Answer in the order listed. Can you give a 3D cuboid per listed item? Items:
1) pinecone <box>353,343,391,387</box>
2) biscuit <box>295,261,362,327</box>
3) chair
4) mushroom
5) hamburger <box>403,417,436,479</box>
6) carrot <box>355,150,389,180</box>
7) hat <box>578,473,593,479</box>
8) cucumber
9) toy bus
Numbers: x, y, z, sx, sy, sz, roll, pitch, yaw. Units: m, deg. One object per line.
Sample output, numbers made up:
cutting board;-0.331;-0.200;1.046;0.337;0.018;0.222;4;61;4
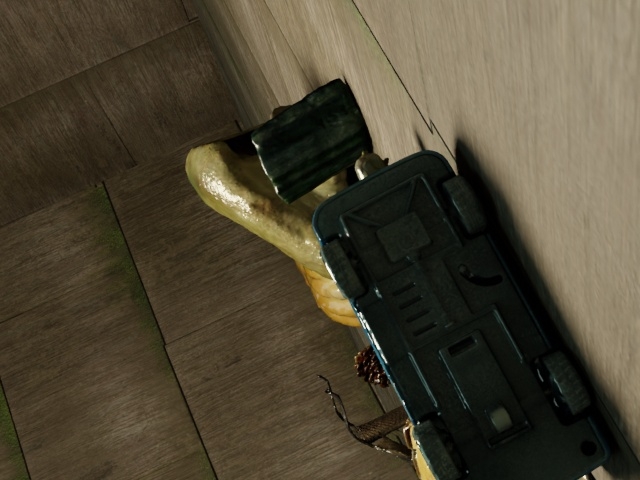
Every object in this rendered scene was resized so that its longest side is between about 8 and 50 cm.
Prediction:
pinecone;0.104;0.222;2.286;0.083;0.077;0.077;26;147;48
biscuit;0.000;0.000;2.065;0.325;0.107;0.326;62;179;3
chair;0.113;0.253;1.795;0.213;0.149;0.174;61;176;-7
mushroom;-0.038;-0.043;1.556;0.292;0.212;0.217;177;76;-79
hamburger;0.176;0.290;1.600;0.102;0.087;0.176;19;127;69
carrot;0.117;0.067;1.078;0.336;0.069;0.069;59;179;-16
hat;0.215;0.282;1.038;0.214;0.149;0.244;-107;33;-43
cucumber;-0.003;-0.093;1.320;0.062;0.115;0.116;63;-175;29
toy bus;0.095;0.070;0.894;0.246;0.113;0.134;62;-178;16
